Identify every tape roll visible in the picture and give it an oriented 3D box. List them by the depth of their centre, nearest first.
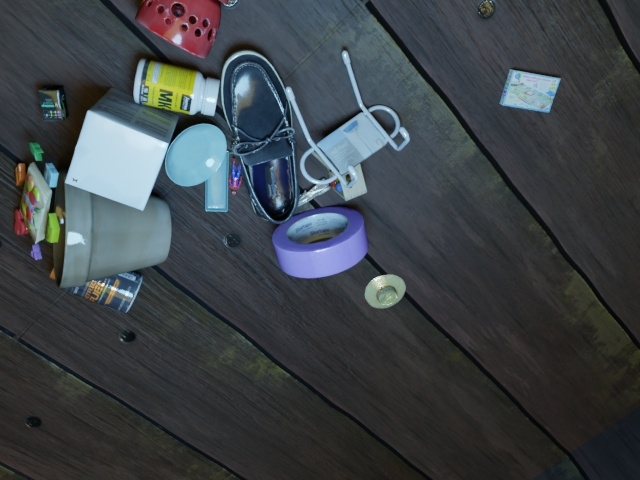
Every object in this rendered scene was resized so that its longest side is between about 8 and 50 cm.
[{"bbox_3d":[0.000,0.000,1.658,0.275,0.275,0.090,-15,118,-1],"label":"tape roll"}]

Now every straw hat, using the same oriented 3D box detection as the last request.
[{"bbox_3d":[0.226,0.188,1.905,0.144,0.061,0.144,-4,117,-7],"label":"straw hat"}]

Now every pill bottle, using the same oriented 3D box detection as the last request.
[{"bbox_3d":[-0.378,-0.401,1.489,0.209,0.119,0.119,10,114,-13],"label":"pill bottle"},{"bbox_3d":[-0.678,0.118,1.698,0.246,0.130,0.130,25,110,-19],"label":"pill bottle"}]

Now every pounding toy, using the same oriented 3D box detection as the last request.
[{"bbox_3d":[0.053,-0.205,1.656,0.100,0.130,0.141,-23,118,-10],"label":"pounding toy"}]

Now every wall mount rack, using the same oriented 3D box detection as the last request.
[{"bbox_3d":[0.069,-0.325,1.538,0.350,0.130,0.304,-38,87,-20],"label":"wall mount rack"}]

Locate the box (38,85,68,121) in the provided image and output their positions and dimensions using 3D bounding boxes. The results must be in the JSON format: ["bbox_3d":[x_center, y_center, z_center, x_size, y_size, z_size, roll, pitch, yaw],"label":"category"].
[{"bbox_3d":[-0.707,-0.363,1.490,0.052,0.062,0.083,-2,117,-8],"label":"box"}]

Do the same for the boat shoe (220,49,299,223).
[{"bbox_3d":[-0.152,-0.270,1.559,0.187,0.156,0.500,-13,116,-10],"label":"boat shoe"}]

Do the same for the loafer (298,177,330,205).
[{"bbox_3d":[-0.031,-0.146,1.715,0.125,0.045,0.039,-29,99,6],"label":"loafer"}]

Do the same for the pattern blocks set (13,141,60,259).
[{"bbox_3d":[-0.770,-0.099,1.513,0.026,0.285,0.324,-11,130,-45],"label":"pattern blocks set"}]

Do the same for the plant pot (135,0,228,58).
[{"bbox_3d":[-0.330,-0.567,1.375,0.191,0.191,0.174,27,107,-20],"label":"plant pot"}]

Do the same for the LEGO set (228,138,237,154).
[{"bbox_3d":[-0.234,-0.278,1.630,0.083,0.023,0.054,-21,120,-12],"label":"LEGO set"}]

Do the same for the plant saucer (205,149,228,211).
[{"bbox_3d":[-0.308,-0.177,1.668,0.067,0.018,0.192,1,117,-10],"label":"plant saucer"}]

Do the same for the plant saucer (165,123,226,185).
[{"bbox_3d":[-0.352,-0.244,1.562,0.195,0.037,0.195,-32,145,-25],"label":"plant saucer"}]

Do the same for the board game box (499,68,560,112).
[{"bbox_3d":[0.622,-0.443,1.668,0.154,0.026,0.103,6,115,-11],"label":"board game box"}]

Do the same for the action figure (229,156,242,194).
[{"bbox_3d":[-0.252,-0.190,1.666,0.038,0.030,0.115,2,118,-15],"label":"action figure"}]

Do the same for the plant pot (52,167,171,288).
[{"bbox_3d":[-0.579,-0.031,1.563,0.280,0.323,0.323,1,118,-32],"label":"plant pot"}]

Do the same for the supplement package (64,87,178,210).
[{"bbox_3d":[-0.507,-0.244,1.467,0.198,0.262,0.199,21,112,-17],"label":"supplement package"}]
